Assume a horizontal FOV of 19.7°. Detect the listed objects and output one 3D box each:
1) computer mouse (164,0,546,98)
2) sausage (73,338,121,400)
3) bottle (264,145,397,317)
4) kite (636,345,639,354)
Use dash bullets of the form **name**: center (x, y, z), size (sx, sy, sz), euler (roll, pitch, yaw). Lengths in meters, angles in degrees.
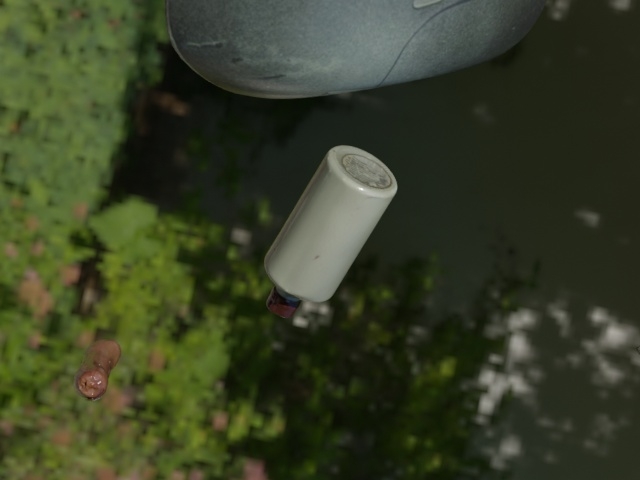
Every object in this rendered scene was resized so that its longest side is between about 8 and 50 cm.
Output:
- **computer mouse**: center (0.073, -0.192, 1.351), size (0.090, 0.379, 0.167), euler (-126, -156, -58)
- **sausage**: center (-0.251, 0.144, 2.068), size (0.186, 0.043, 0.043), euler (-98, -161, -81)
- **bottle**: center (0.000, 0.000, 2.377), size (0.245, 0.104, 0.104), euler (-58, -173, 29)
- **kite**: center (0.392, 0.151, 1.429), size (0.013, 0.323, 0.267), euler (2, 100, -67)
